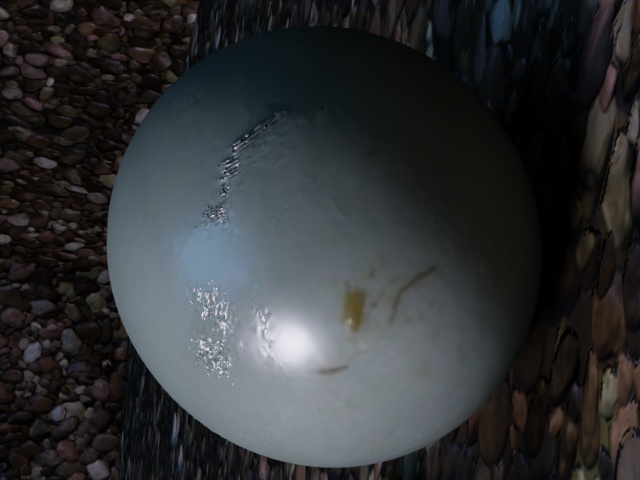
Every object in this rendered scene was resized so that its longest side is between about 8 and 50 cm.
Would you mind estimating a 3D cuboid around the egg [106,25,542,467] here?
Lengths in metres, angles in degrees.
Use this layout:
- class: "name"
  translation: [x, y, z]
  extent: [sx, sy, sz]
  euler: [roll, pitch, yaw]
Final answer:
- class: "egg"
  translation: [0.000, 0.000, 0.780]
  extent: [0.282, 0.203, 0.202]
  euler: [-114, 32, -76]

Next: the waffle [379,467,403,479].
- class: "waffle"
  translation: [0.018, 0.264, 0.918]
  extent: [0.204, 0.054, 0.223]
  euler: [-100, 20, -55]
